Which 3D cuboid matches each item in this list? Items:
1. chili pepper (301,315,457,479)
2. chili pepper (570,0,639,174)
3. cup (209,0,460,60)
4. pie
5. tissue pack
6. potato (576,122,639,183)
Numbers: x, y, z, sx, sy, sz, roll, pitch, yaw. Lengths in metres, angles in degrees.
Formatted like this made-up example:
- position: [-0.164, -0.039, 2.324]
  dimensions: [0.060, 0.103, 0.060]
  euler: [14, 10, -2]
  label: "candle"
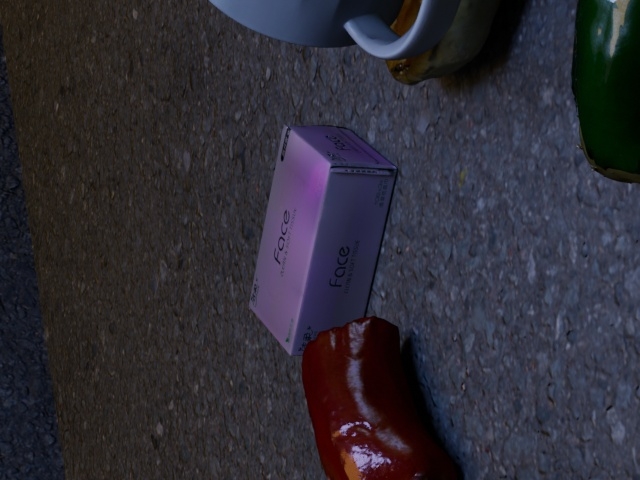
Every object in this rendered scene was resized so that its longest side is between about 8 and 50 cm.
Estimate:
- position: [0.071, 0.247, 1.688]
  dimensions: [0.134, 0.131, 0.338]
  euler: [105, 152, -46]
  label: "chili pepper"
- position: [0.271, -0.182, 1.215]
  dimensions: [0.174, 0.165, 0.261]
  euler: [13, 109, 33]
  label: "chili pepper"
- position: [0.038, -0.344, 1.463]
  dimensions: [0.323, 0.237, 0.327]
  euler: [56, 143, 26]
  label: "cup"
- position: [0.126, -0.315, 1.657]
  dimensions: [0.315, 0.092, 0.315]
  euler: [-175, 90, -73]
  label: "pie"
- position: [0.000, 0.000, 1.903]
  dimensions: [0.148, 0.092, 0.246]
  euler: [43, 126, 57]
  label: "tissue pack"
- position: [0.270, -0.093, 1.354]
  dimensions: [0.138, 0.070, 0.091]
  euler: [-167, 79, -64]
  label: "potato"
